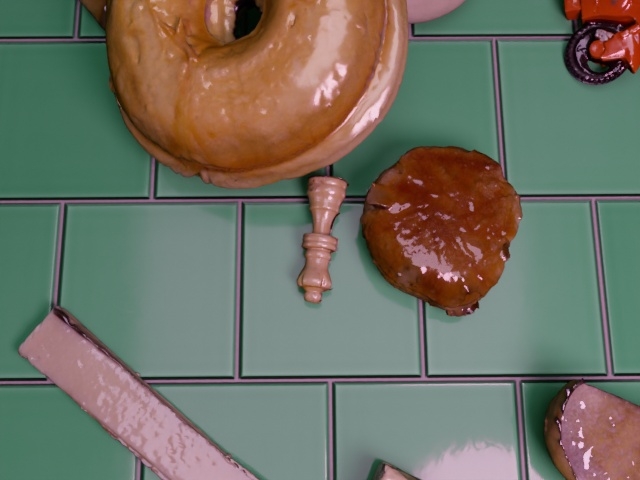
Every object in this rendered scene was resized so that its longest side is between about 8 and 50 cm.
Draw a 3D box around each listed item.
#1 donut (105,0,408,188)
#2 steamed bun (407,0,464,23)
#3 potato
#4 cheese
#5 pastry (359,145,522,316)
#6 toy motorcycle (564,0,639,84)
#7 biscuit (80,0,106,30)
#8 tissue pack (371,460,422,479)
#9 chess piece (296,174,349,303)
[{"bbox_3d":[-0.088,-0.286,0.923,0.448,0.198,0.449,-1,85,17],"label":"donut"},{"bbox_3d":[0.130,-0.435,1.019,0.231,0.145,0.232,0,77,-1],"label":"steamed bun"},{"bbox_3d":[0.383,0.267,0.883,0.243,0.098,0.138,21,81,-2],"label":"potato"},{"bbox_3d":[-0.223,0.238,0.921,0.400,0.034,0.085,38,84,8],"label":"cheese"},{"bbox_3d":[0.165,-0.014,0.945,0.218,0.100,0.229,-11,72,-7],"label":"pastry"},{"bbox_3d":[0.457,-0.392,1.014,0.221,0.147,0.326,-4,86,23],"label":"toy motorcycle"},{"bbox_3d":[-0.362,-0.416,1.058,0.207,0.047,0.164,25,84,5],"label":"biscuit"},{"bbox_3d":[0.131,0.377,0.858,0.196,0.092,0.148,26,79,4],"label":"tissue pack"},{"bbox_3d":[0.000,0.000,0.966,0.060,0.060,0.172,7,79,1],"label":"chess piece"}]
